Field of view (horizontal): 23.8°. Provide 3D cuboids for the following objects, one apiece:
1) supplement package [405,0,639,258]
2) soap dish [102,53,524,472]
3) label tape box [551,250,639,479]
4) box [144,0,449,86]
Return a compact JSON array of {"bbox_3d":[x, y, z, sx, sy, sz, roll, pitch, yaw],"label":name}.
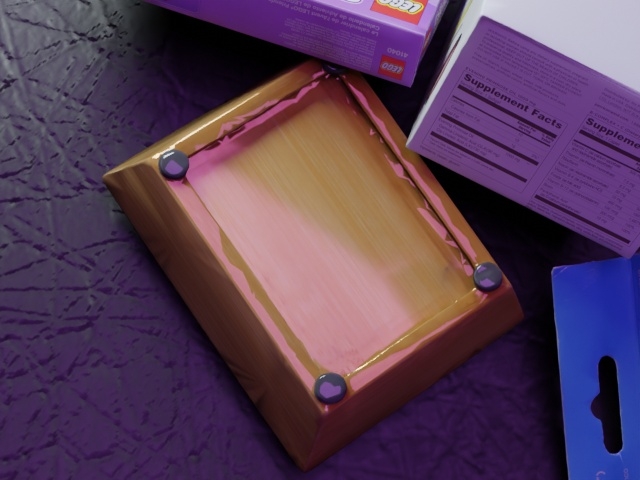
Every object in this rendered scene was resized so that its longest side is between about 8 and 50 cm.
[{"bbox_3d":[0.212,-0.155,1.228,0.204,0.145,0.262,26,43,-3],"label":"supplement package"},{"bbox_3d":[0.000,0.000,1.215,0.229,0.118,0.291,-33,82,-17],"label":"soap dish"},{"bbox_3d":[0.373,0.124,1.209,0.348,0.115,0.249,-7,96,-9],"label":"label tape box"},{"bbox_3d":[-0.033,-0.245,1.239,0.293,0.057,0.201,18,45,5],"label":"box"}]
